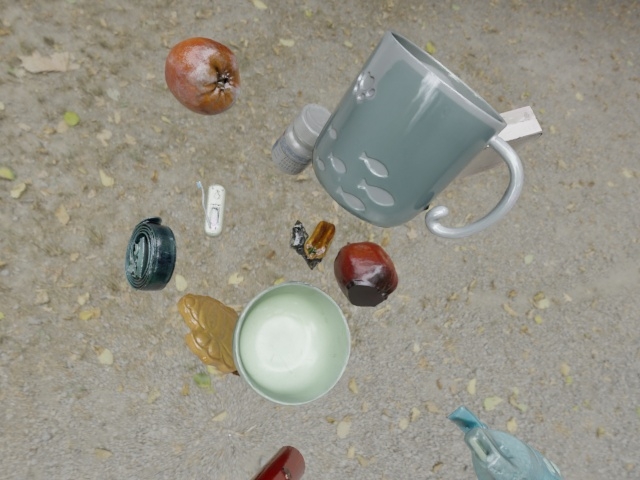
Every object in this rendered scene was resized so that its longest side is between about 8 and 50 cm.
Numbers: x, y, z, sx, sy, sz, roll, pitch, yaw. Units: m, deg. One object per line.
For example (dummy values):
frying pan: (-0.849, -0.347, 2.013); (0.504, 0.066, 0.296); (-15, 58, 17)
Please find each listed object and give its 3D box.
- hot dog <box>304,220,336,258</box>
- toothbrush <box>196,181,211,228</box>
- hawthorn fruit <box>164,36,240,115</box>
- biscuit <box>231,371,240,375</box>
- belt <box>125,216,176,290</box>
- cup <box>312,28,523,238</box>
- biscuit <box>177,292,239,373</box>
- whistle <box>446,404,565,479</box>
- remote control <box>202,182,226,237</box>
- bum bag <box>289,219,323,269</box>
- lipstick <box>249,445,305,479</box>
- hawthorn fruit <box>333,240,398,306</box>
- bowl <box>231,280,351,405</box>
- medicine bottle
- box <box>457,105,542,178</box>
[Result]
hot dog: (0.000, 0.000, 1.317); (0.072, 0.055, 0.188); (24, 38, 5)
toothbrush: (-0.382, -0.116, 1.413); (0.017, 0.014, 0.162); (-12, 106, 1)
hawthorn fruit: (-0.385, -0.522, 1.347); (0.263, 0.235, 0.231); (11, 54, -5)
biscuit: (-0.289, 0.510, 1.733); (0.188, 0.188, 0.027); (6, 94, -9)
belt: (-0.597, 0.047, 1.509); (0.116, 0.207, 0.267); (9, 93, -50)
cup: (0.173, -0.149, 0.768); (0.356, 0.274, 0.259); (48, 32, 13)
biscuit: (-0.385, 0.342, 1.594); (0.057, 0.351, 0.312); (-36, 39, 14)
whistle: (0.268, 0.320, 0.584); (0.093, 0.274, 0.186); (-40, 36, 9)
remote control: (-0.418, -0.120, 1.685); (0.078, 0.042, 0.221); (7, 84, -22)
bum bag: (-0.056, 0.027, 1.722); (0.102, 0.248, 0.069); (-49, 41, -11)
lipstick: (-0.084, 0.430, 0.750); (0.073, 0.279, 0.073); (-2, 77, 9)
hawthorn fruit: (0.141, 0.101, 1.433); (0.215, 0.215, 0.249); (-19, 50, -19)
bowl: (-0.088, 0.273, 1.133); (0.307, 0.163, 0.307); (7, 71, -20)
medicine bottle: (-0.042, -0.241, 1.038); (0.105, 0.168, 0.105); (16, 58, -29)
box: (0.539, -0.304, 1.368); (0.203, 0.251, 0.106); (-18, 77, -9)
